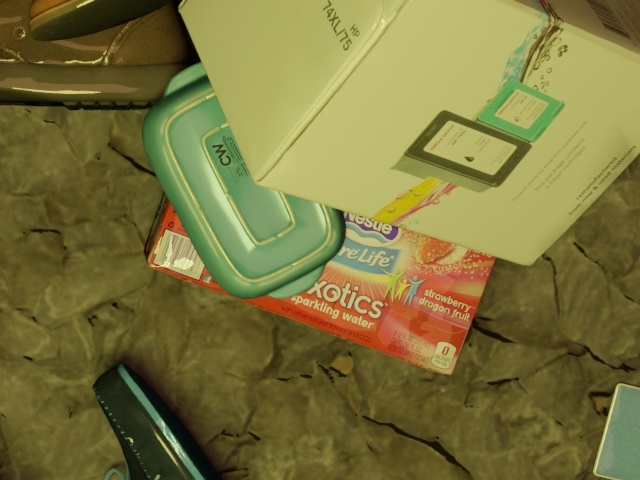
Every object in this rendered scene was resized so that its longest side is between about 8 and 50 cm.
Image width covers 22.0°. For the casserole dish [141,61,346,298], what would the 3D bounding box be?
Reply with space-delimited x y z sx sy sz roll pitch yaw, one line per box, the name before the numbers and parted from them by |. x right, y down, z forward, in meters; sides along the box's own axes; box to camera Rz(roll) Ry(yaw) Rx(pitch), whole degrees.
casserole dish | -0.054 -0.044 1.214 0.114 0.037 0.188 -28 96 -6

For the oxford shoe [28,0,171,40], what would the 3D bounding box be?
oxford shoe | -0.126 -0.214 1.199 0.212 0.076 0.076 -30 84 -6

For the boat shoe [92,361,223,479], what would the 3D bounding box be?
boat shoe | -0.117 0.223 1.327 0.089 0.109 0.258 -31 97 0

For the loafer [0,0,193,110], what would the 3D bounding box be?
loafer | -0.277 -0.167 1.258 0.366 0.134 0.130 0 91 -18

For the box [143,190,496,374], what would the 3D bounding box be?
box | 0.000 0.000 1.306 0.257 0.122 0.128 20 92 -9

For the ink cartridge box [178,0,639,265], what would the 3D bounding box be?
ink cartridge box | 0.080 -0.139 1.168 0.270 0.198 0.197 16 126 -38

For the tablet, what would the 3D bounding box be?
tablet | 0.270 0.168 1.421 0.054 0.006 0.083 14 94 -9
